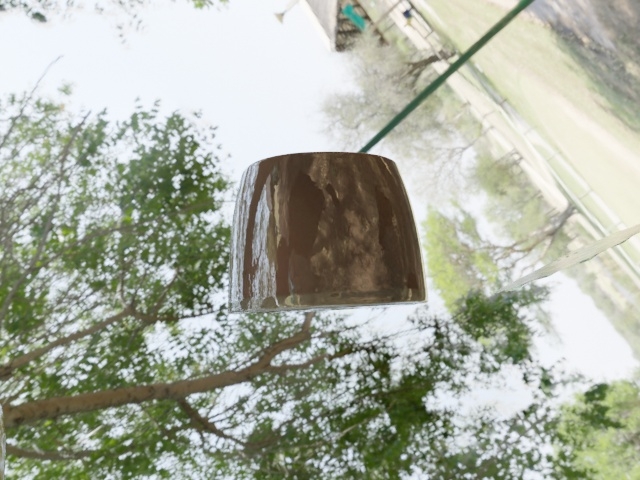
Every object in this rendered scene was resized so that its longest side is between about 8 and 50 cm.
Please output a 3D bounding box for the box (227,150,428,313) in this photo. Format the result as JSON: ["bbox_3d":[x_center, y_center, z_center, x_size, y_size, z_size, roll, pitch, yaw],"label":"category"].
[{"bbox_3d":[0.000,0.000,0.806,0.301,0.301,0.216,10,-107,-62],"label":"box"}]

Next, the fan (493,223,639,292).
[{"bbox_3d":[0.344,0.021,0.716,0.009,0.240,0.131,65,-173,7],"label":"fan"}]

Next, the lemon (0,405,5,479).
[{"bbox_3d":[-0.415,0.184,0.381,0.348,0.348,0.348,44,-158,-23],"label":"lemon"}]
